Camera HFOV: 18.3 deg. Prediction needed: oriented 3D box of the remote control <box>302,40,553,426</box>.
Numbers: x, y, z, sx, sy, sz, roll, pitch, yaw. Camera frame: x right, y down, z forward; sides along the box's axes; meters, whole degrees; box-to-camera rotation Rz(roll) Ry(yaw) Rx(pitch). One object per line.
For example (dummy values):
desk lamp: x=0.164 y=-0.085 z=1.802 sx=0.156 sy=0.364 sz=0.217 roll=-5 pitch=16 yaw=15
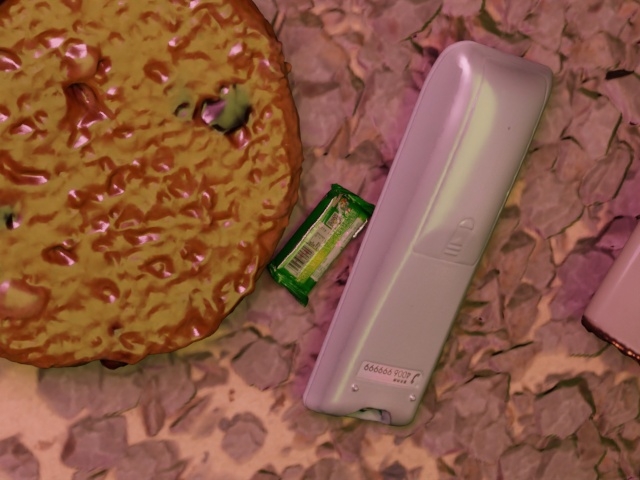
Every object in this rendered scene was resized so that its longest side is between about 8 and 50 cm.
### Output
remote control: x=0.083 y=0.001 z=1.436 sx=0.103 sy=0.051 sz=0.293 roll=13 pitch=106 yaw=-38

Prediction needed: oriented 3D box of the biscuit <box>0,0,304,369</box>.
biscuit: x=-0.146 y=-0.058 z=1.292 sx=0.296 sy=0.075 sz=0.296 roll=-6 pitch=110 yaw=-18

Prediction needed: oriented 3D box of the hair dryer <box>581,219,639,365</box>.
hair dryer: x=0.396 y=0.068 z=1.536 sx=0.362 sy=0.128 sz=0.203 roll=30 pitch=93 yaw=-18

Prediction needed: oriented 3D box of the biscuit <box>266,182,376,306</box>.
biscuit: x=0.000 y=0.000 z=1.417 sx=0.046 sy=0.016 sz=0.089 roll=39 pitch=90 yaw=-33
